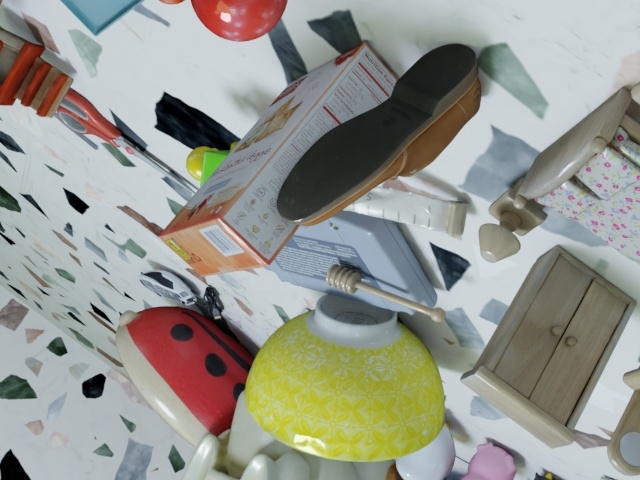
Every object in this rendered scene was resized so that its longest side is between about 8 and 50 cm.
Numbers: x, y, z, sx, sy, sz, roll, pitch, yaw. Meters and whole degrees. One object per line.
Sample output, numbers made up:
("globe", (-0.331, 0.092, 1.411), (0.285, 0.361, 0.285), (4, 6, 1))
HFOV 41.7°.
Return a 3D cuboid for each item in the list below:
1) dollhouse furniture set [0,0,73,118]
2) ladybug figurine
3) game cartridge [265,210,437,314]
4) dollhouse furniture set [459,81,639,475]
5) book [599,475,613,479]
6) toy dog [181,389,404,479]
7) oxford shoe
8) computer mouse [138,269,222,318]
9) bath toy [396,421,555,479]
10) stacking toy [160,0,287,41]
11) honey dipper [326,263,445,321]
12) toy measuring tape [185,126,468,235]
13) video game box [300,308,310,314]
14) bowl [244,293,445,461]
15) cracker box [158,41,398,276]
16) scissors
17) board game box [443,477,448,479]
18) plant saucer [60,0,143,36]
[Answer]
("dollhouse furniture set", (-0.441, -0.227, 1.091), (0.135, 0.262, 0.259), (34, -170, 2))
("ladybug figurine", (-0.238, 0.292, 1.774), (0.449, 0.162, 0.305), (45, -166, -21))
("game cartridge", (0.000, 0.000, 1.124), (0.297, 0.062, 0.198), (12, 142, 44))
("dollhouse furniture set", (0.283, 0.064, 0.708), (0.303, 0.173, 0.355), (36, 157, 0))
("book", (0.488, 0.405, 1.239), (0.144, 0.035, 0.096), (14, 151, 42))
("toy dog", (-0.022, 0.462, 1.658), (0.408, 0.395, 0.285), (30, 153, -33))
("oxford shoe", (0.058, -0.073, 0.719), (0.076, 0.212, 0.076), (48, 173, 42))
("computer mouse", (-0.283, 0.097, 1.704), (0.193, 0.042, 0.106), (21, 157, 20))
("bath toy", (0.291, 0.406, 1.394), (0.348, 0.151, 0.129), (29, 121, 24))
("stacking toy", (-0.178, -0.286, 0.751), (0.330, 0.141, 0.141), (31, 156, 1))
("honey dipper", (0.081, 0.067, 1.041), (0.161, 0.030, 0.030), (19, 151, 28))
("toy measuring tape", (0.006, -0.064, 0.966), (0.330, 0.121, 0.121), (11, 151, 11))
("video game box", (0.023, 0.218, 1.504), (0.205, 0.048, 0.187), (36, 159, 0))
("bowl", (0.041, 0.165, 1.189), (0.289, 0.289, 0.156), (20, 115, 33))
("cracker box", (-0.039, -0.075, 0.810), (0.067, 0.232, 0.156), (46, 155, -17))
("scissors", (-0.307, -0.155, 1.289), (0.297, 0.021, 0.109), (31, 154, 16))
("board game box", (0.279, 0.590, 1.610), (0.242, 0.064, 0.316), (38, -168, -5))
("plant saucer", (-0.247, -0.288, 0.968), (0.067, 0.018, 0.192), (47, 155, -23))
